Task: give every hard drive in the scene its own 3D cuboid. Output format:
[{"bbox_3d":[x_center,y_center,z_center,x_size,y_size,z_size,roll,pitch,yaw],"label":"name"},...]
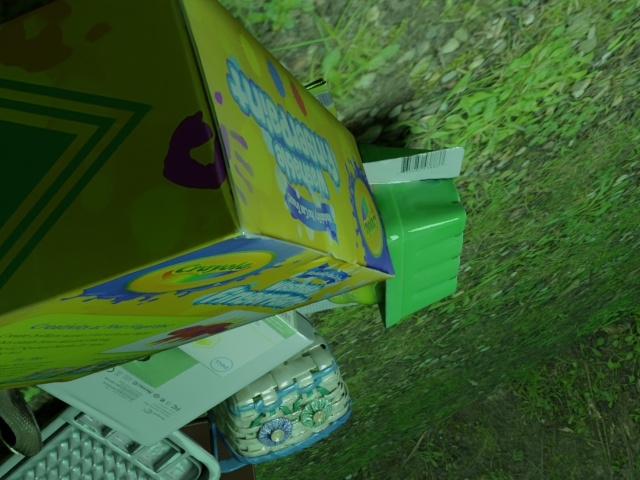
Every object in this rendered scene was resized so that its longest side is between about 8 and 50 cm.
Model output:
[{"bbox_3d":[-0.189,0.142,1.070,0.307,0.040,0.203,-35,123,23],"label":"hard drive"}]

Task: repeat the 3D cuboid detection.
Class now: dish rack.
[{"bbox_3d":[-0.359,0.376,1.332,0.333,0.072,0.285,-40,121,7],"label":"dish rack"}]

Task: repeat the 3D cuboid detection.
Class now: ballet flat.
[{"bbox_3d":[-0.402,0.207,1.058,0.058,0.084,0.250,-37,154,-31],"label":"ballet flat"}]

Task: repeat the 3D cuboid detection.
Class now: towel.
[{"bbox_3d":[-0.012,-0.141,0.926,0.060,0.009,0.083,-27,156,-3],"label":"towel"}]

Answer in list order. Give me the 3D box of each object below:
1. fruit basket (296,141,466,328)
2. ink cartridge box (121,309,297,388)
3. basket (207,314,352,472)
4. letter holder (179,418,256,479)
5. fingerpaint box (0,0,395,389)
[{"bbox_3d":[0.000,0.000,1.084,0.353,0.165,0.327,-6,146,1],"label":"fruit basket"},{"bbox_3d":[-0.169,0.100,0.975,0.235,0.056,0.171,-34,124,21],"label":"ink cartridge box"},{"bbox_3d":[-0.079,0.276,1.427,0.255,0.201,0.289,-23,145,-15],"label":"basket"},{"bbox_3d":[-0.294,0.460,1.651,0.302,0.214,0.152,-7,179,-35],"label":"letter holder"},{"bbox_3d":[-0.170,-0.002,0.651,0.371,0.163,0.445,-18,171,13],"label":"fingerpaint box"}]
